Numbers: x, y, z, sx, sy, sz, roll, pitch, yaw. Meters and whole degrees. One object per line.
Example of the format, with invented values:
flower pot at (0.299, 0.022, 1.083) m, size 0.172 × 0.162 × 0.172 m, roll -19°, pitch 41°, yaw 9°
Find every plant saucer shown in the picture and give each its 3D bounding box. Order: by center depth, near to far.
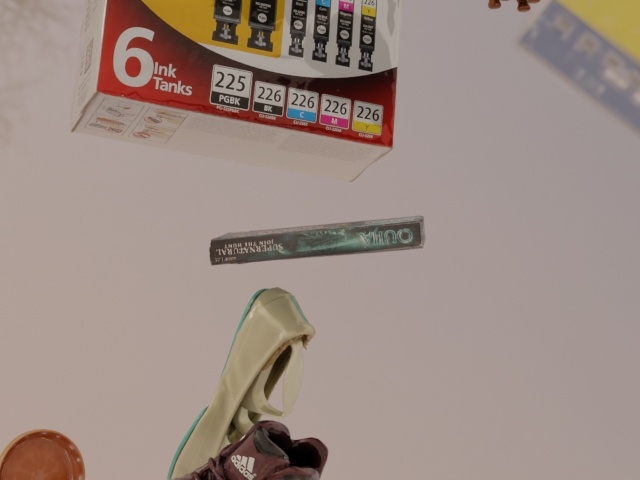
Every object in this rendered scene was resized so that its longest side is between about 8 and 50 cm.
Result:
plant saucer at (-0.243, 0.204, 1.483) m, size 0.083 × 0.084 × 0.013 m, roll 19°, pitch 169°, yaw -33°

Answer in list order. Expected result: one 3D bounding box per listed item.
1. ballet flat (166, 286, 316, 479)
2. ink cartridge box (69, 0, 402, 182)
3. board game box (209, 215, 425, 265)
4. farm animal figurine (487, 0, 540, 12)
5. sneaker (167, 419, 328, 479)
ballet flat at (-0.071, 0.162, 1.630) m, size 0.086 × 0.248 × 0.086 m, roll 20°, pitch -156°, yaw -9°
ink cartridge box at (-0.082, -0.227, 1.761) m, size 0.309 × 0.130 × 0.272 m, roll 9°, pitch -108°, yaw -18°
board game box at (0.000, 0.000, 1.537) m, size 0.186 × 0.026 × 0.126 m, roll -5°, pitch -177°, yaw 5°
farm animal figurine at (0.317, -0.452, 2.325) m, size 0.330 × 0.326 × 0.172 m, roll 61°, pitch -154°, yaw -73°
sneaker at (-0.109, 0.216, 1.455) m, size 0.281 × 0.162 × 0.106 m, roll -15°, pitch -117°, yaw -41°
